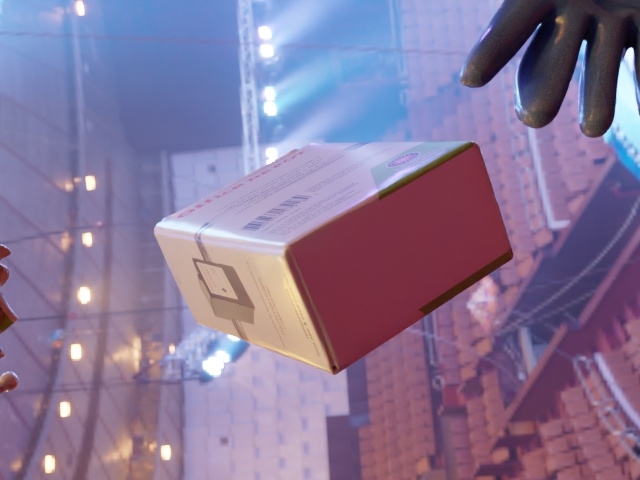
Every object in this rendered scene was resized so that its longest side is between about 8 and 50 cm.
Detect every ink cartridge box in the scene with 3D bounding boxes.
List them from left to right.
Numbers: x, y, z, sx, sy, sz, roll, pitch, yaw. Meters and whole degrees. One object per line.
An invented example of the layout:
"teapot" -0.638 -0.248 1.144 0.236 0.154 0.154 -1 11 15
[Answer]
"ink cartridge box" 0.000 0.000 0.844 0.273 0.198 0.115 9 124 60

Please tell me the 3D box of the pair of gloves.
"pair of gloves" 0.149 -0.081 0.351 0.159 0.198 0.023 -61 -4 -22

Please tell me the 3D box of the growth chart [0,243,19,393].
"growth chart" -0.292 0.062 0.665 0.021 0.172 0.237 34 141 36
